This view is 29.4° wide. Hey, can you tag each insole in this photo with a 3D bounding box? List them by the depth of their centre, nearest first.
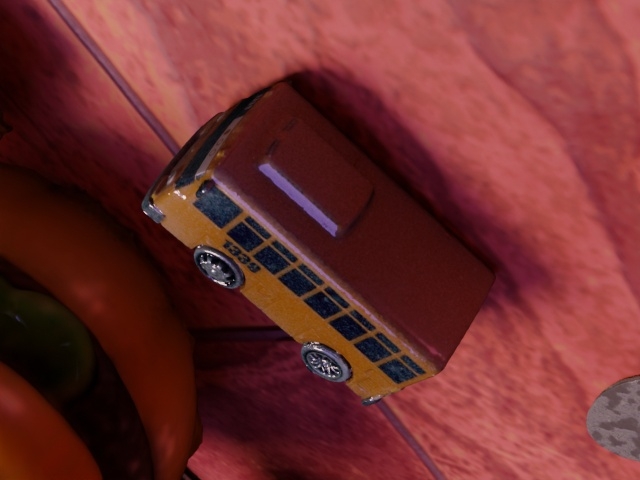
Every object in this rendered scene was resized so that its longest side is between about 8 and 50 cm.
[{"bbox_3d":[0.206,0.088,0.676,0.065,0.006,0.193,37,150,2],"label":"insole"}]

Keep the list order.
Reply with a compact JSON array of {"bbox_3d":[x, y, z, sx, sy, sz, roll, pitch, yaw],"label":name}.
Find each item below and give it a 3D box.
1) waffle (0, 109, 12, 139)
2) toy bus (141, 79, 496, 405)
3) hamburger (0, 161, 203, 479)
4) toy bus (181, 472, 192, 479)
[{"bbox_3d":[-0.301,-0.128,0.802,0.211,0.055,0.160,46,-178,-12],"label":"waffle"},{"bbox_3d":[0.000,0.000,0.690,0.182,0.091,0.103,42,148,-11],"label":"toy bus"},{"bbox_3d":[-0.298,0.143,0.898,0.396,0.277,0.396,9,122,14],"label":"hamburger"},{"bbox_3d":[-0.272,0.225,1.236,0.305,0.143,0.179,46,151,-14],"label":"toy bus"}]
